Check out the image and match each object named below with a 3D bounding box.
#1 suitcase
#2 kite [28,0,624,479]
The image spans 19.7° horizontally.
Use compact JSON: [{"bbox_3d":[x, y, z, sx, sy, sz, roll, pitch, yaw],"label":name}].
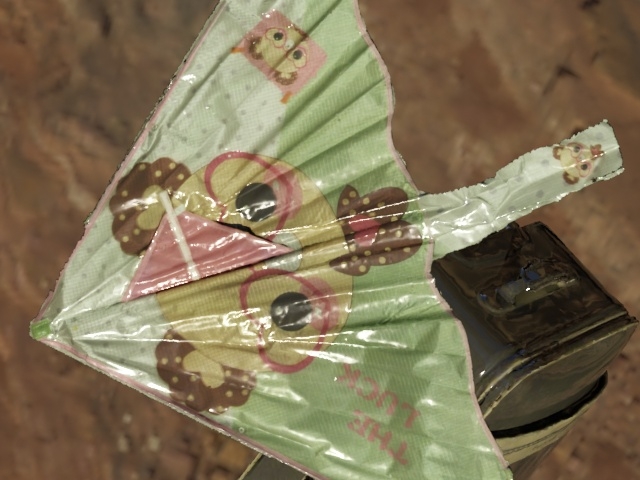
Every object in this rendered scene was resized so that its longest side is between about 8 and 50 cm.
[{"bbox_3d":[0.089,0.178,1.701,0.194,0.434,0.283,47,33,19],"label":"suitcase"},{"bbox_3d":[0.000,0.000,0.793,0.268,0.013,0.322,-15,84,3],"label":"kite"}]
